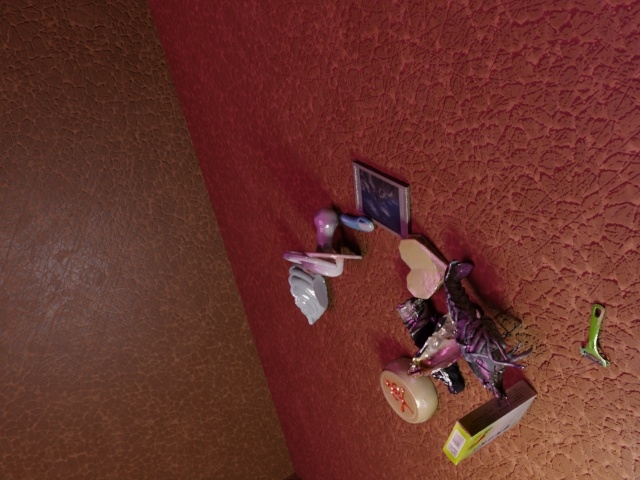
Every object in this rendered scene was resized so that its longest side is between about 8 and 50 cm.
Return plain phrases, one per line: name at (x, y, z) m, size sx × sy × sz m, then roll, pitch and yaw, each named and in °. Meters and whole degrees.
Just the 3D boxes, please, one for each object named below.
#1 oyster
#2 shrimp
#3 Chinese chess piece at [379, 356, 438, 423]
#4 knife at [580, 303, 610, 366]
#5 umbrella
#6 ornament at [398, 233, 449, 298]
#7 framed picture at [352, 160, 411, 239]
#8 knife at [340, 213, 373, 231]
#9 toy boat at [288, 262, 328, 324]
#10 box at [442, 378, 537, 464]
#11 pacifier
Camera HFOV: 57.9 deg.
oyster at (0.379, 0.318, 1.781) m, size 0.129 × 0.078 × 0.345 m, roll 41°, pitch 123°, yaw 6°
shrimp at (0.436, 0.244, 1.575) m, size 0.166 × 0.221 × 0.410 m, roll -57°, pitch 44°, yaw 35°
Chinese chess piece at (0.327, 0.562, 2.166) m, size 0.251 × 0.097 × 0.250 m, roll 44°, pitch 147°, yaw 38°
knife at (0.645, 0.222, 1.352) m, size 0.078 × 0.023 × 0.166 m, roll 26°, pitch 135°, yaw 47°
umbrella at (0.372, 0.344, 1.890) m, size 0.357 × 0.113 × 0.106 m, roll 61°, pitch -178°, yaw -1°
ornament at (0.333, 0.080, 1.797) m, size 0.180 × 0.059 × 0.201 m, roll 0°, pitch 111°, yaw 50°
framed picture at (0.200, -0.133, 1.908) m, size 0.281 × 0.019 × 0.208 m, roll 34°, pitch 140°, yaw 48°
knife at (0.131, -0.067, 2.075) m, size 0.064 × 0.031 × 0.222 m, roll 59°, pitch 163°, yaw -20°
toy boat at (-0.042, 0.217, 2.523) m, size 0.100 × 0.199 × 0.290 m, roll -6°, pitch 110°, yaw 29°
box at (0.479, 0.515, 1.641) m, size 0.062 × 0.261 × 0.175 m, roll 48°, pitch 149°, yaw 34°
pacifier at (0.012, 0.031, 2.196) m, size 0.220 × 0.273 × 0.332 m, roll 45°, pitch 161°, yaw -23°
